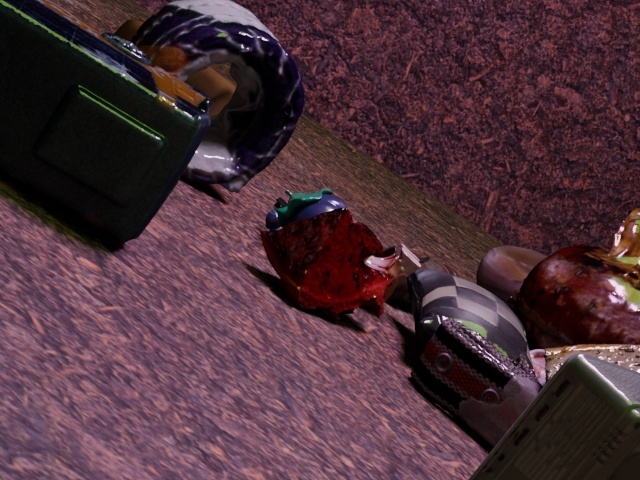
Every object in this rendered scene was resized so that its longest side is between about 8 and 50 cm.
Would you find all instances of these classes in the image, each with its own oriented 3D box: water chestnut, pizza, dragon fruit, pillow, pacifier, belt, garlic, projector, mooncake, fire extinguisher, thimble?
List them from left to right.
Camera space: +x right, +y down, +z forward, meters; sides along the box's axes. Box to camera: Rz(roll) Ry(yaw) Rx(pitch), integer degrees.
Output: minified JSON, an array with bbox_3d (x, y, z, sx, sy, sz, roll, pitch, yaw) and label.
[{"bbox_3d":[-0.218,-0.218,2.312,0.235,0.117,0.235,32,-1,1],"label":"mooncake"},{"bbox_3d":[-0.143,-0.187,2.124,0.237,0.237,0.150,29,13,-35],"label":"thimble"},{"bbox_3d":[0.015,0.024,1.911,0.092,0.122,0.192,22,1,40],"label":"dragon fruit"},{"bbox_3d":[0.126,0.039,2.267,0.252,0.106,0.075,22,36,-59],"label":"fire extinguisher"},{"bbox_3d":[0.188,0.122,2.049,0.186,0.106,0.250,34,13,-6],"label":"pillow"},{"bbox_3d":[0.230,0.208,1.775,0.126,0.094,0.359,23,13,-39],"label":"belt"},{"bbox_3d":[0.296,0.194,2.226,0.099,0.081,0.078,41,-18,34],"label":"pacifier"},{"bbox_3d":[0.399,0.110,2.863,0.279,0.132,0.325,37,11,9],"label":"garlic"},{"bbox_3d":[0.248,0.214,1.478,0.099,0.192,0.257,45,13,29],"label":"projector"},{"bbox_3d":[0.312,0.144,1.791,0.181,0.034,0.262,5,10,32],"label":"pizza"},{"bbox_3d":[0.453,0.106,2.418,0.335,0.347,0.335,24,11,-5],"label":"water chestnut"}]

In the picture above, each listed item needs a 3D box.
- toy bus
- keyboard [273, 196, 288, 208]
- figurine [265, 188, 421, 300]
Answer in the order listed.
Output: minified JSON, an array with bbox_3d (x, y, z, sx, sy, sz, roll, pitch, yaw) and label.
[{"bbox_3d":[-0.272,-0.146,1.569,0.323,0.162,0.194,32,9,-12],"label":"toy bus"},{"bbox_3d":[0.000,0.000,2.311,0.060,0.018,0.195,37,5,-44],"label":"keyboard"},{"bbox_3d":[0.023,0.008,2.086,0.195,0.102,0.111,38,5,-3],"label":"figurine"}]
